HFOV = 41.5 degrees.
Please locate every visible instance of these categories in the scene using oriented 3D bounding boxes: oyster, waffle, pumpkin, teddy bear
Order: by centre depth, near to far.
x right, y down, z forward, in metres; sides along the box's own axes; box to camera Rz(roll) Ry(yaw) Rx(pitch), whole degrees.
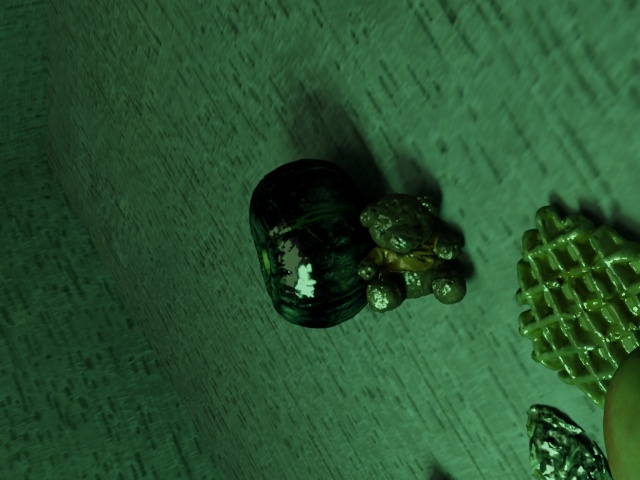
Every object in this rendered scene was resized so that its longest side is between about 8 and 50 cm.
[{"bbox_3d":[0.381,0.112,1.146,0.309,0.056,0.292,34,139,43],"label":"waffle"},{"bbox_3d":[0.397,0.395,1.341,0.199,0.087,0.252,13,111,56],"label":"oyster"},{"bbox_3d":[0.144,0.013,1.398,0.140,0.177,0.190,-78,-25,-67],"label":"teddy bear"},{"bbox_3d":[0.000,0.000,1.537,0.315,0.238,0.315,164,90,-86],"label":"pumpkin"}]

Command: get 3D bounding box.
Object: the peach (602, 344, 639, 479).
[{"bbox_3d":[0.449,0.231,0.908,0.292,0.247,0.292,5,97,50],"label":"peach"}]
